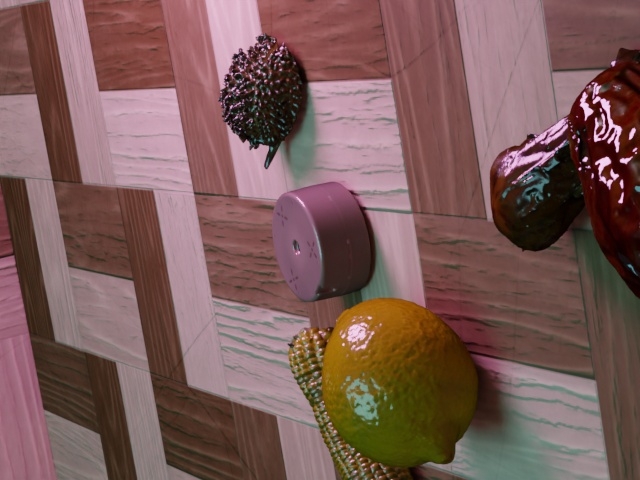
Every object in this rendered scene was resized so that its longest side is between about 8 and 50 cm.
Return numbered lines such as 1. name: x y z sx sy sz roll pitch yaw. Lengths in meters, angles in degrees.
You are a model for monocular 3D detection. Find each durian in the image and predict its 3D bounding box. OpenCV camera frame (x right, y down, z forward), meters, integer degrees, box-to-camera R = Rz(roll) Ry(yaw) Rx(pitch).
1. durian: -0.089 -0.184 2.365 0.148 0.091 0.188 30 130 56

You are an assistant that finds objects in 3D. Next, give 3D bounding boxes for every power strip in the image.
1. power strip: 0.000 0.000 2.292 0.154 0.078 0.154 43 140 52

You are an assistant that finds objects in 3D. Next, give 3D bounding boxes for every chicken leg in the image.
1. chicken leg: 0.252 -0.096 1.755 0.304 0.093 0.113 123 139 -51

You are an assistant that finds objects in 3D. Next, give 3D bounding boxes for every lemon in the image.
1. lemon: 0.091 0.166 2.074 0.244 0.187 0.187 59 149 37

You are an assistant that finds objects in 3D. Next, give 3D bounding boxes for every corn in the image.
1. corn: 0.048 0.245 2.302 0.292 0.101 0.101 63 151 18

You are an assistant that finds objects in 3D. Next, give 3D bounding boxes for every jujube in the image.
1. jujube: 0.322 -0.037 1.519 0.197 0.197 0.290 102 150 -41
